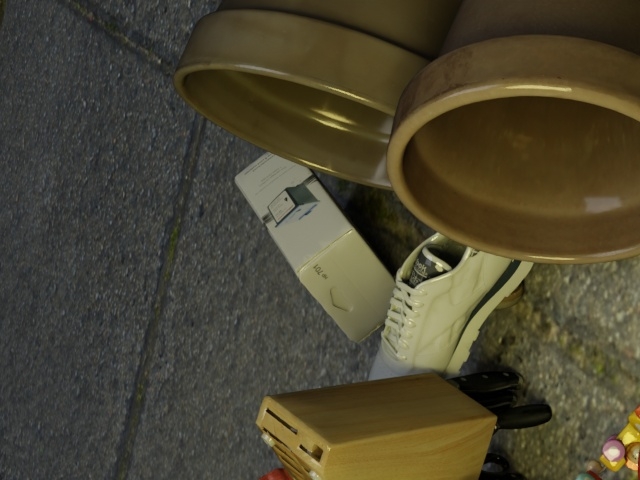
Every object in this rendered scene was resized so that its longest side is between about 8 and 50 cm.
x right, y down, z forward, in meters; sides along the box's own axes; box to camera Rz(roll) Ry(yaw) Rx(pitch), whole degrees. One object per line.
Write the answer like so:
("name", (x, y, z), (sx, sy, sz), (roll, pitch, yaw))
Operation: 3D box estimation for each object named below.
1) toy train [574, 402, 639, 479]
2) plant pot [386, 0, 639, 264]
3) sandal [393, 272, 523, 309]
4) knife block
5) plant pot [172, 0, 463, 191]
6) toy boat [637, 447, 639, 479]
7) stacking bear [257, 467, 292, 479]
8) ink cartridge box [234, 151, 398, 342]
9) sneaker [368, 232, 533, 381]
("toy train", (0.254, 0.174, 1.239), (0.046, 0.125, 0.166), (41, 123, 11))
("plant pot", (0.195, -0.139, 1.275), (0.263, 0.263, 0.229), (-37, 37, 52))
("sandal", (0.134, 0.052, 1.511), (0.180, 0.072, 0.049), (16, 121, 56))
("knife block", (0.092, 0.165, 1.346), (0.242, 0.276, 0.088), (-45, 48, -16))
("plant pot", (0.052, -0.227, 1.495), (0.323, 0.323, 0.280), (3, 71, 60))
("toy boat", (0.302, 0.203, 1.094), (0.231, 0.151, 0.151), (52, 128, 50))
("stacking bear", (0.040, 0.383, 1.528), (0.289, 0.175, 0.164), (55, 129, 39))
("ink cartridge box", (0.000, 0.000, 1.655), (0.082, 0.140, 0.191), (-38, 41, 0))
("sneaker", (0.098, 0.063, 1.413), (0.090, 0.094, 0.235), (46, 113, 43))
